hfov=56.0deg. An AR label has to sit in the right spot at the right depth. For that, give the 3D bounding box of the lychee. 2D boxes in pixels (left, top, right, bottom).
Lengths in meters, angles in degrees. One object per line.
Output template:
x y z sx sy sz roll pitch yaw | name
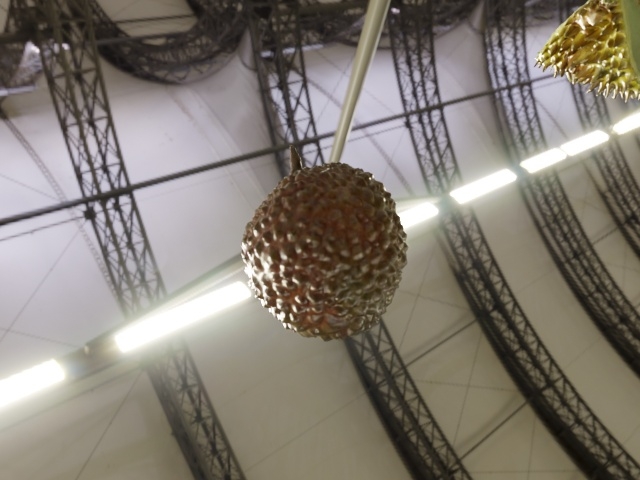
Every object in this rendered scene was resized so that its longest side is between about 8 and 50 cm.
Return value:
0.000 0.000 0.584 0.165 0.165 0.197 -15 -116 -32 | lychee

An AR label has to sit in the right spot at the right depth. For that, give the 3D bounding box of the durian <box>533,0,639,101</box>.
0.341 -0.241 0.708 0.144 0.139 0.252 34 -140 23 | durian
